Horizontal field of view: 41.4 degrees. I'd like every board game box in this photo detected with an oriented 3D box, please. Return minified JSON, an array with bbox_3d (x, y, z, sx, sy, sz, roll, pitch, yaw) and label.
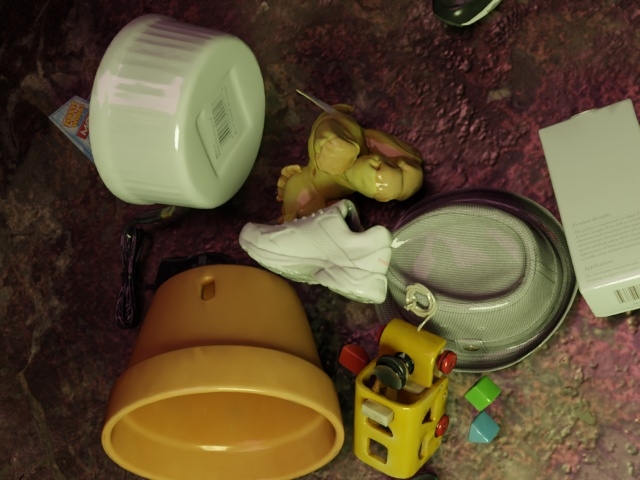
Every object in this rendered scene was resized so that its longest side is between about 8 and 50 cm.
[{"bbox_3d":[-0.355,-0.212,1.419,0.194,0.060,0.194,25,87,29],"label":"board game box"}]

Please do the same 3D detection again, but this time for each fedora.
[{"bbox_3d":[0.170,0.034,1.045,0.275,0.124,0.243,10,79,29],"label":"fedora"}]

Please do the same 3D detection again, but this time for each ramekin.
[{"bbox_3d":[-0.190,-0.177,1.211,0.135,0.277,0.277,12,80,21],"label":"ramekin"}]

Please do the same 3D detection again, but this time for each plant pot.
[{"bbox_3d":[-0.120,0.168,1.079,0.291,0.291,0.203,-20,49,20],"label":"plant pot"}]

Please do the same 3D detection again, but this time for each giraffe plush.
[{"bbox_3d":[0.014,-0.079,1.150,0.210,0.181,0.170,39,115,20],"label":"giraffe plush"}]

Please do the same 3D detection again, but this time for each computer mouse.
[{"bbox_3d":[-0.204,0.035,1.272,0.262,0.060,0.184,-11,74,36],"label":"computer mouse"}]

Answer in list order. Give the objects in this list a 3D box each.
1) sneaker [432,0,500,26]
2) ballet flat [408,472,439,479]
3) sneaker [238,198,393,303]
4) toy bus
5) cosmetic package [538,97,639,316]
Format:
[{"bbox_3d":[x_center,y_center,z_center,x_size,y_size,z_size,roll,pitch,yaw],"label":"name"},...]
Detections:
[{"bbox_3d":[0.231,-0.435,1.158,0.107,0.124,0.283,35,92,31],"label":"sneaker"},{"bbox_3d":[0.070,0.345,1.039,0.203,0.074,0.074,-36,62,20],"label":"ballet flat"},{"bbox_3d":[0.000,0.000,1.064,0.232,0.090,0.115,17,83,34],"label":"sneaker"},{"bbox_3d":[0.092,0.183,1.004,0.202,0.104,0.191,55,136,0],"label":"toy bus"},{"bbox_3d":[0.341,-0.039,0.988,0.117,0.085,0.231,-17,56,22],"label":"cosmetic package"}]
